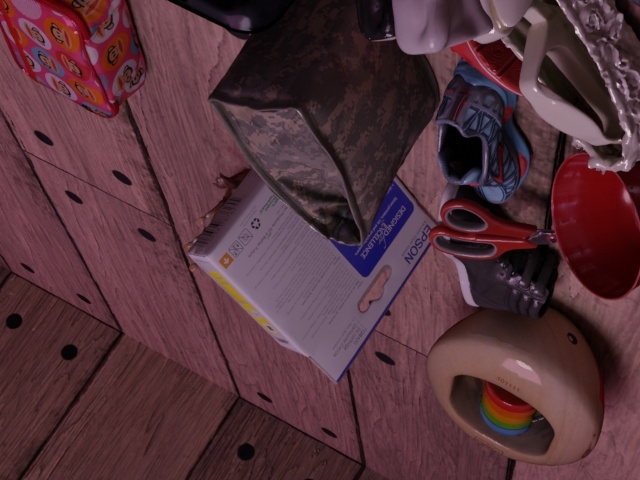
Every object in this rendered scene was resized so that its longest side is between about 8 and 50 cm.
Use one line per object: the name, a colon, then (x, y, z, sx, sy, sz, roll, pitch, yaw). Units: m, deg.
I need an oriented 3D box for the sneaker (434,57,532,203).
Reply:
sneaker: (0.187, -0.114, 1.636, 0.104, 0.125, 0.262, 22, 156, 28)

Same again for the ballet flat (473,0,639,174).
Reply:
ballet flat: (0.229, -0.222, 1.335, 0.409, 0.147, 0.147, 44, 157, -23)

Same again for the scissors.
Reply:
scissors: (0.294, -0.001, 1.743, 0.297, 0.021, 0.109, 9, 138, 7)

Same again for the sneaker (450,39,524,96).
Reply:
sneaker: (0.161, -0.244, 1.480, 0.221, 0.087, 0.128, 48, 166, -5)

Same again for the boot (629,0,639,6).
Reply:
boot: (0.281, -0.249, 1.195, 0.222, 0.118, 0.338, 5, 135, 33)

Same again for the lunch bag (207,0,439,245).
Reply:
lunch bag: (0.023, -0.161, 1.616, 0.168, 0.235, 0.287, 10, 149, 35)

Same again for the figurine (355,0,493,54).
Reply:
figurine: (0.078, -0.296, 1.250, 0.215, 0.092, 0.210, -133, 26, -70)

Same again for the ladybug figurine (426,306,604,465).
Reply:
ladybug figurine: (0.329, 0.230, 2.132, 0.305, 0.162, 0.449, 28, 158, 11)

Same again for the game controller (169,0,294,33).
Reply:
game controller: (-0.162, -0.360, 1.540, 0.319, 0.166, 0.067, 28, 165, 15)

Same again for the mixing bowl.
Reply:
mixing bowl: (0.368, -0.026, 1.560, 0.181, 0.098, 0.182, 166, 90, -69)

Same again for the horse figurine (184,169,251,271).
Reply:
horse figurine: (-0.159, -0.053, 2.259, 0.066, 0.174, 0.263, 40, 146, 5)

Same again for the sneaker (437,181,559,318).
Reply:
sneaker: (0.262, 0.011, 1.856, 0.146, 0.105, 0.296, 12, 151, 28)

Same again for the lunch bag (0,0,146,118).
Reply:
lunch bag: (-0.413, -0.341, 2.028, 0.258, 0.120, 0.293, 30, 158, 19)

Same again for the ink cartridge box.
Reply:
ink cartridge box: (0.000, 0.000, 1.906, 0.072, 0.304, 0.307, 11, 149, 50)
